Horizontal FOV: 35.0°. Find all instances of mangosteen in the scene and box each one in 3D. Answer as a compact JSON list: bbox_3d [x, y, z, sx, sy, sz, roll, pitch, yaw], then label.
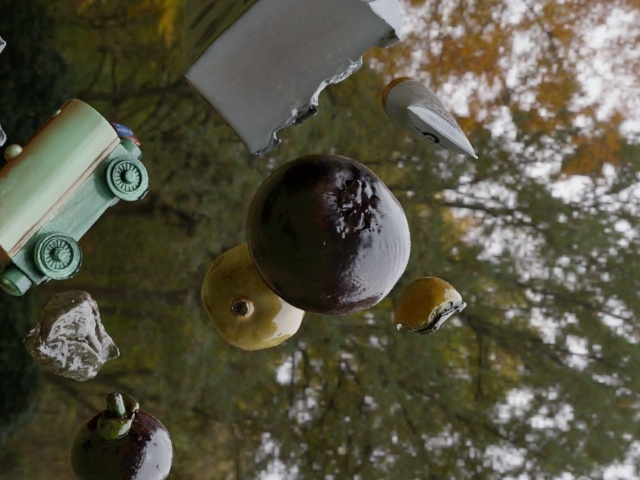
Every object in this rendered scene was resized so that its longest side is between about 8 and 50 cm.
[{"bbox_3d":[0.003,-0.003,1.807,0.293,0.297,0.297,-32,-130,34],"label":"mangosteen"},{"bbox_3d":[-0.406,0.420,2.076,0.216,0.216,0.216,-175,-90,-73],"label":"mangosteen"}]

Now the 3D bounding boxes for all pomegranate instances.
[{"bbox_3d":[-0.128,0.112,2.070,0.233,0.233,0.233,-175,-90,-73],"label":"pomegranate"}]

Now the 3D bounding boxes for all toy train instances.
[{"bbox_3d":[-0.369,-0.064,1.407,0.116,0.177,0.285,-7,-140,54],"label":"toy train"}]

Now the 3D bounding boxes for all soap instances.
[{"bbox_3d":[-0.071,-0.411,1.773,0.350,0.213,0.435,-41,-149,20],"label":"soap"}]

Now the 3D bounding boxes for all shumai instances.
[{"bbox_3d":[-0.519,0.209,2.193,0.184,0.185,0.218,-61,-172,-10],"label":"shumai"}]

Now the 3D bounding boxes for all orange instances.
[{"bbox_3d":[0.225,0.135,2.172,0.112,0.170,0.160,67,26,-11],"label":"orange"}]

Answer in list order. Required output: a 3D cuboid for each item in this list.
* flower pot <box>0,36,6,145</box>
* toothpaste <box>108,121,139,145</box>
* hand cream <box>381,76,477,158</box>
[{"bbox_3d":[-0.700,-0.247,1.744,0.299,0.283,0.299,-2,90,-68],"label":"flower pot"},{"bbox_3d":[-0.586,-0.164,2.514,0.320,0.076,0.066,-40,-110,20],"label":"toothpaste"},{"bbox_3d":[0.179,-0.210,1.721,0.089,0.140,0.314,-55,-166,9],"label":"hand cream"}]
